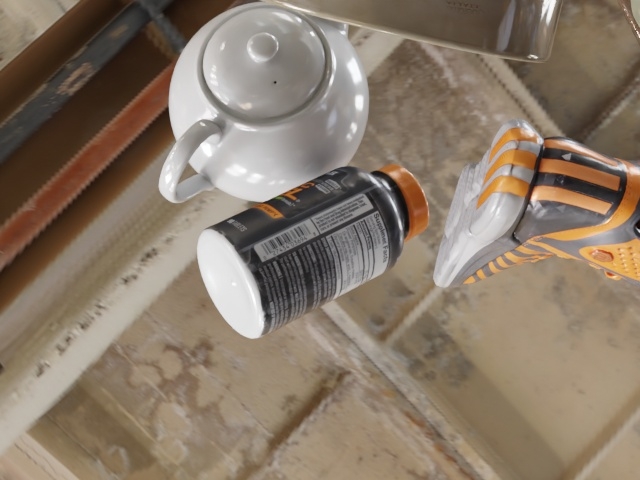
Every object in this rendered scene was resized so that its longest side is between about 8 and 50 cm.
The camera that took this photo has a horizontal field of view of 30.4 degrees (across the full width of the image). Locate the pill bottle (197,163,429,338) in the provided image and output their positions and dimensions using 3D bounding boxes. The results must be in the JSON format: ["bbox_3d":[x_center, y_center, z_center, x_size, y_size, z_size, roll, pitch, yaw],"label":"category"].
[{"bbox_3d":[0.000,0.000,1.284,0.246,0.130,0.130,-26,-77,-27],"label":"pill bottle"}]

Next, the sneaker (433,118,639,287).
[{"bbox_3d":[0.209,-0.003,1.042,0.180,0.321,0.124,16,-99,-2],"label":"sneaker"}]

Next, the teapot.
[{"bbox_3d":[-0.065,-0.173,1.344,0.253,0.187,0.255,-7,-108,-1],"label":"teapot"}]

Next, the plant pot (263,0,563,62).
[{"bbox_3d":[0.088,-0.335,1.073,0.323,0.323,0.280,7,-73,-23],"label":"plant pot"}]

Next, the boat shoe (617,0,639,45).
[{"bbox_3d":[0.366,-0.347,1.370,0.095,0.095,0.257,-27,-78,16],"label":"boat shoe"}]
